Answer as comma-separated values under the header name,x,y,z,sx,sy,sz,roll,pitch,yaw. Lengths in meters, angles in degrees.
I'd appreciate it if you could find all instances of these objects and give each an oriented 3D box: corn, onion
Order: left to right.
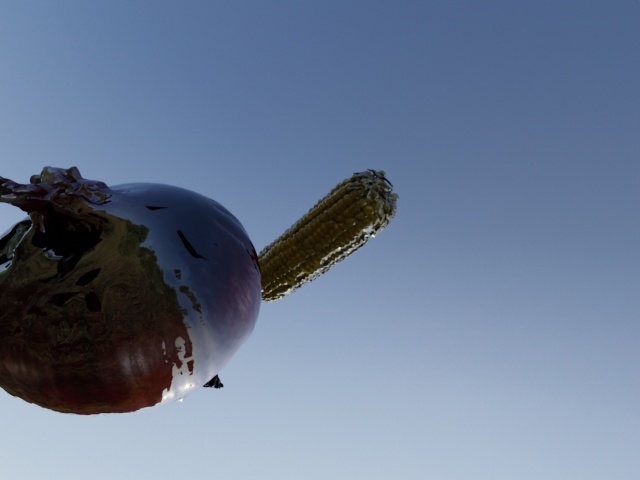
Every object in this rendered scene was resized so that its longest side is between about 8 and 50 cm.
name,x,y,z,sx,sy,sz,roll,pitch,yaw
onion,-0.197,0.021,0.482,0.273,0.273,0.285,8,-51,30
corn,0.000,0.000,0.889,0.318,0.115,0.115,-38,-95,24
